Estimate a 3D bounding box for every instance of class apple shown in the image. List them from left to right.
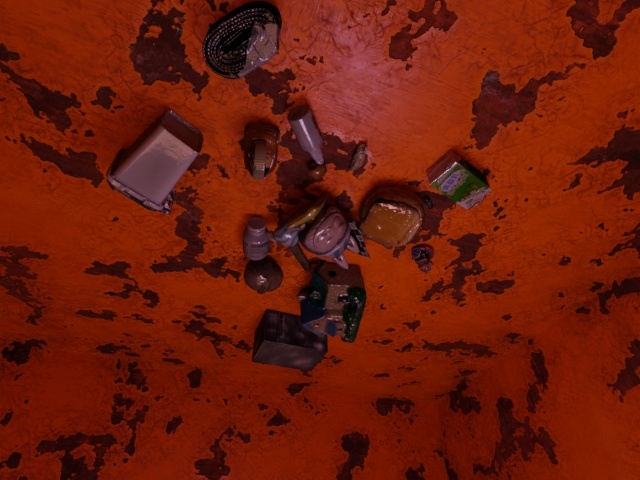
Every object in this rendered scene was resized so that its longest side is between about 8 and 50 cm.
[{"bbox_3d":[-0.014,-0.312,1.797,0.083,0.084,0.071,-18,142,16],"label":"apple"}]

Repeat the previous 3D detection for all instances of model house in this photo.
[{"bbox_3d":[0.046,0.340,2.315,0.342,0.335,0.382,6,126,-10],"label":"model house"}]

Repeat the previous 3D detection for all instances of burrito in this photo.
[{"bbox_3d":[0.170,-0.362,1.777,0.055,0.041,0.149,19,138,-2],"label":"burrito"}]

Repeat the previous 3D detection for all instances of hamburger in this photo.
[{"bbox_3d":[0.337,-0.116,1.943,0.284,0.174,0.305,15,134,-14],"label":"hamburger"}]

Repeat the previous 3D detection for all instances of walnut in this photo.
[{"bbox_3d":[-0.313,0.192,2.217,0.224,0.224,0.224,-1,136,-1],"label":"walnut"}]

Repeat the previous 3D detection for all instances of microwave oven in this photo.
[{"bbox_3d":[-0.208,0.682,2.722,0.431,0.236,0.374,15,134,-16],"label":"microwave oven"}]

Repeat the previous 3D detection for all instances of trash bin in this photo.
[{"bbox_3d":[-0.650,-0.321,1.670,0.367,0.256,0.296,-38,124,22],"label":"trash bin"}]

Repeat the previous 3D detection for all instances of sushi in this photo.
[{"bbox_3d":[0.138,-0.007,2.067,0.192,0.043,0.280,20,149,36],"label":"sushi"}]

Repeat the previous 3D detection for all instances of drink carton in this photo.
[{"bbox_3d":[0.633,-0.271,1.836,0.271,0.108,0.161,26,130,-26],"label":"drink carton"}]

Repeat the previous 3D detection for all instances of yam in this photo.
[{"bbox_3d":[-0.118,0.078,2.220,0.061,0.061,0.274,-15,136,14],"label":"yam"}]

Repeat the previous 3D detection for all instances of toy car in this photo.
[{"bbox_3d":[-0.249,-0.340,1.661,0.145,0.235,0.235,6,136,-7],"label":"toy car"}]

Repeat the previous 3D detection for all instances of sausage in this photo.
[{"bbox_3d":[0.259,-0.028,2.105,0.304,0.078,0.078,20,132,-21],"label":"sausage"}]

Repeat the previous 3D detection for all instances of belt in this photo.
[{"bbox_3d":[-0.257,-0.668,1.356,0.289,0.164,0.184,-24,127,19],"label":"belt"}]

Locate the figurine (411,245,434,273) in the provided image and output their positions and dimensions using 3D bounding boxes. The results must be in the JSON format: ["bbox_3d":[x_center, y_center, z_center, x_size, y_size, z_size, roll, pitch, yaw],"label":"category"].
[{"bbox_3d":[0.570,0.108,2.216,0.126,0.157,0.114,-23,154,14],"label":"figurine"}]

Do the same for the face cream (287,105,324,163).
[{"bbox_3d":[-0.044,-0.421,1.667,0.101,0.101,0.252,-15,135,14],"label":"face cream"}]

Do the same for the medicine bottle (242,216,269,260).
[{"bbox_3d":[-0.327,-0.012,2.062,0.134,0.135,0.215,5,136,-7],"label":"medicine bottle"}]

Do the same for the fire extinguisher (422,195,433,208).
[{"bbox_3d":[0.523,-0.190,1.980,0.038,0.025,0.083,-2,142,35],"label":"fire extinguisher"}]

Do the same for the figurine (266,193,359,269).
[{"bbox_3d":[-0.008,0.014,1.942,0.361,0.266,0.378,-26,104,40],"label":"figurine"}]
